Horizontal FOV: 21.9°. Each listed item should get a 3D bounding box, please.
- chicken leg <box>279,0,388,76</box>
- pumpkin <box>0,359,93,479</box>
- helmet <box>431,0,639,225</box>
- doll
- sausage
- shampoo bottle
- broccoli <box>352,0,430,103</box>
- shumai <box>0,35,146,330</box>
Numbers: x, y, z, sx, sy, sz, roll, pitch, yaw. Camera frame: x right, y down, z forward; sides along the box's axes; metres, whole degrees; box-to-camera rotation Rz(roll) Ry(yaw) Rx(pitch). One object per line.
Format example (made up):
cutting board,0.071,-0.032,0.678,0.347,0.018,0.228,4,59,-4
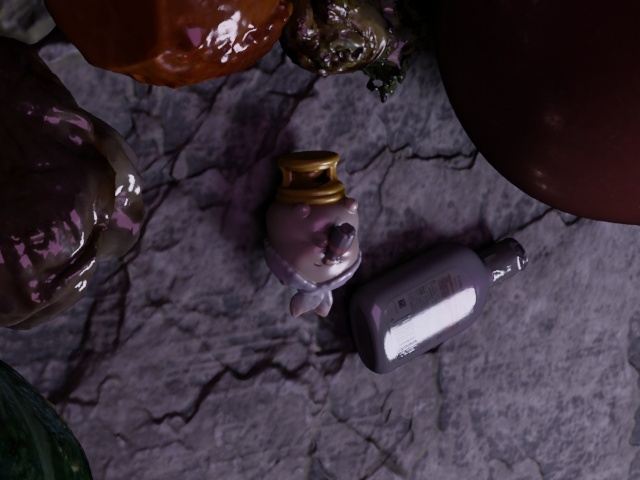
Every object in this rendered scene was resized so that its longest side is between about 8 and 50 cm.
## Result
chicken leg,-0.023,-0.189,1.128,0.070,0.093,0.178,-37,96,-4
pumpkin,-0.246,0.177,0.974,0.197,0.293,0.263,19,83,-42
helmet,0.198,-0.149,1.216,0.230,0.338,0.385,-12,142,-9
doll,0.000,0.000,1.229,0.073,0.084,0.127,-12,104,-33
sausage,-0.108,-0.223,1.028,0.141,0.153,0.268,-46,131,-46
shampoo bottle,0.098,0.043,1.346,0.165,0.040,0.080,-27,119,-28
broccoli,0.043,-0.162,1.206,0.095,0.092,0.097,32,103,-27
shumai,-0.224,-0.024,1.029,0.185,0.218,0.184,89,11,-68
